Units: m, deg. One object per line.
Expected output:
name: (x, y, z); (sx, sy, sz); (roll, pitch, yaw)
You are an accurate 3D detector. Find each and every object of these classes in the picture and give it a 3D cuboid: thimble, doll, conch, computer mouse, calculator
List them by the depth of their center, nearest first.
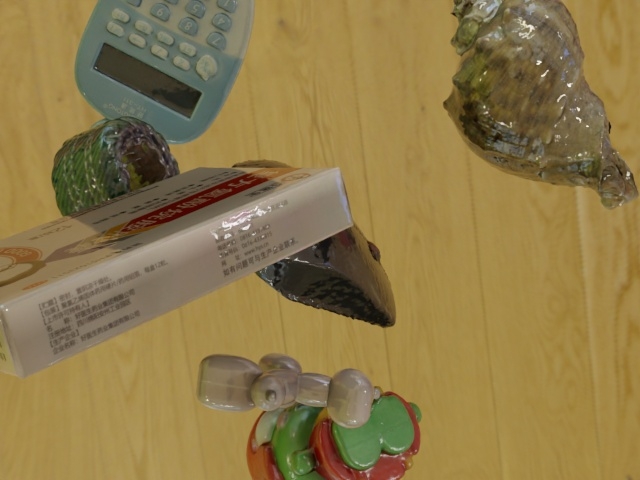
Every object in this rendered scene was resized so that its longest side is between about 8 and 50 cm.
doll: (-0.020, 0.147, 1.142); (0.160, 0.161, 0.059); (8, 90, 37)
thimble: (-0.212, -0.057, 1.217); (0.090, 0.118, 0.135); (-18, 88, 32)
conch: (0.219, -0.147, 1.266); (0.159, 0.210, 0.291); (-25, 87, -6)
computer mouse: (0.003, -0.003, 1.333); (0.087, 0.168, 0.295); (-41, 140, 22)
calculator: (-0.190, -0.224, 1.382); (0.188, 0.042, 0.302); (27, 109, -3)
doll: (-0.001, 0.271, 1.500); (0.183, 0.363, 0.160); (-26, 94, -27)

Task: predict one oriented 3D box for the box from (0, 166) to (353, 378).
box: (-0.169, 0.012, 1.006); (0.353, 0.214, 0.069); (-27, 110, -38)
